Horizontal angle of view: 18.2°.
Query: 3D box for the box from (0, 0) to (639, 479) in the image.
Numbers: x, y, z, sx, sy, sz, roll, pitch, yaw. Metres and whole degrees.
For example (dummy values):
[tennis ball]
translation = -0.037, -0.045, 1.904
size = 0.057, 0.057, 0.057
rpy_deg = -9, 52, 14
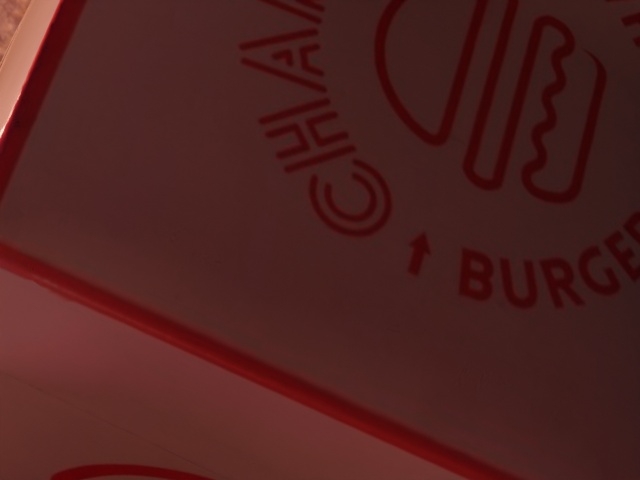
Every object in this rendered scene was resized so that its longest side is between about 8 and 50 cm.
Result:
[box]
translation = 0.000, 0.000, 0.860
size = 0.300, 0.312, 0.314
rpy_deg = -48, 21, 55
